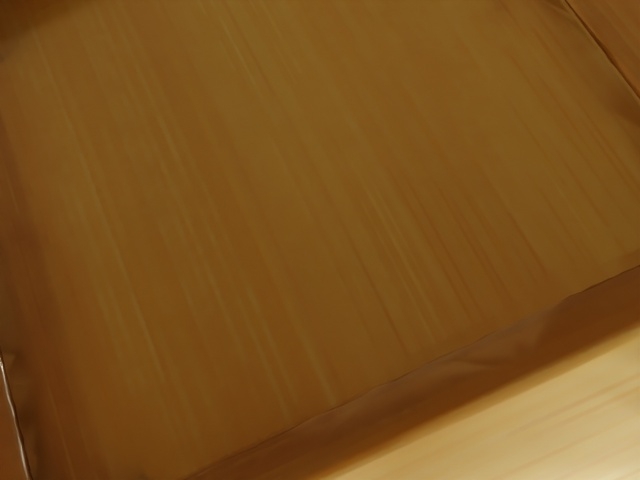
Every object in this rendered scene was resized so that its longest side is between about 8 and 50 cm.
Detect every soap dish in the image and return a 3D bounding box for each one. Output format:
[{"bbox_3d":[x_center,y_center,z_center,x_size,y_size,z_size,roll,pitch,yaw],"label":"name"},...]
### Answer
[{"bbox_3d":[0.000,0.000,0.476,0.228,0.118,0.291,-25,-137,-1],"label":"soap dish"}]
